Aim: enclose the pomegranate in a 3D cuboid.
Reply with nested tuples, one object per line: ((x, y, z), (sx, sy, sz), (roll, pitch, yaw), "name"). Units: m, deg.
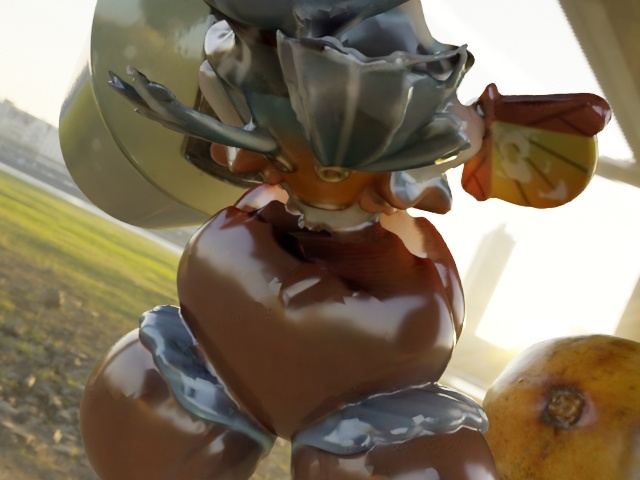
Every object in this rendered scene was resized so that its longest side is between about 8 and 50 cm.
((0.300, 0.213, 0.932), (0.260, 0.260, 0.260), (25, -4, 2), "pomegranate")

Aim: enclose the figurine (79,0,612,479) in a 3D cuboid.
((0.002, 0.000, 0.519), (0.277, 0.248, 0.388), (17, -48, 19), "figurine")

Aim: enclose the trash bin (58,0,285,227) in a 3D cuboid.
((-0.114, -0.145, 0.888), (0.280, 0.280, 0.432), (27, -13, -20), "trash bin")
